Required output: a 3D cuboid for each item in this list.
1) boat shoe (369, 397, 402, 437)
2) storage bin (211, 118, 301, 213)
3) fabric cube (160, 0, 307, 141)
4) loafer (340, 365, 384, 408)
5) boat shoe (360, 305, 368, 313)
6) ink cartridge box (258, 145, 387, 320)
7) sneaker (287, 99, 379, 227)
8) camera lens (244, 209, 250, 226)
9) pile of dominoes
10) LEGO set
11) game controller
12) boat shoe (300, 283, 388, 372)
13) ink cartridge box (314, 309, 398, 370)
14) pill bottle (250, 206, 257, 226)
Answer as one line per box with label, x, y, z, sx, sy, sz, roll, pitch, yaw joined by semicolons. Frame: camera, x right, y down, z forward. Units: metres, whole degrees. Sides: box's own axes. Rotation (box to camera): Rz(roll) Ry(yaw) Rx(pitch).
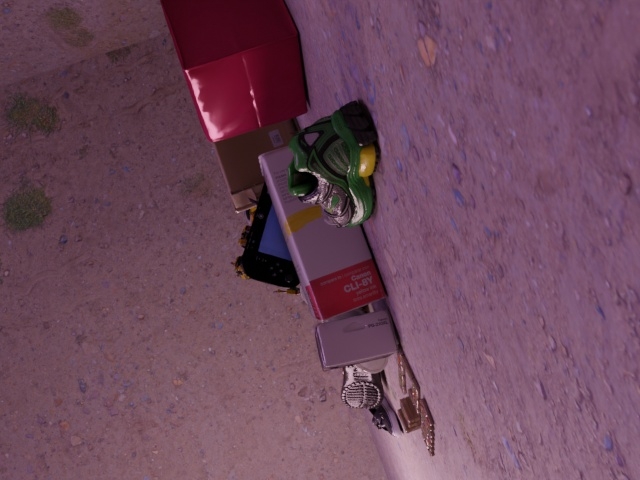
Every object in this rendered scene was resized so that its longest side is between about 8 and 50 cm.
boat shoe;0.200;0.574;2.060;0.228;0.076;0.080;-125;16;-73
storage bin;-0.177;-0.259;1.887;0.123;0.260;0.263;81;168;-69
fabric cube;-0.194;-0.425;1.458;0.258;0.258;0.254;81;169;-64
loafer;0.133;0.386;1.954;0.130;0.133;0.366;-81;-8;-47
boat shoe;0.091;0.168;1.732;0.073;0.073;0.207;1;125;41
ink cartridge box;-0.003;-0.021;1.493;0.279;0.160;0.385;132;117;-84
sneaker;0.010;-0.114;1.109;0.344;0.146;0.134;81;168;-67
camera lens;-0.145;-0.083;2.332;0.274;0.219;0.220;60;-172;-69
pile of dominoes;0.207;0.383;1.482;0.251;0.040;0.196;76;172;-53
LEGO set;-0.090;0.026;1.778;0.331;0.255;0.192;26;165;8
game controller;-0.092;-0.041;1.651;0.067;0.166;0.320;-7;66;68
boat shoe;0.065;0.210;1.687;0.319;0.116;0.099;49;-178;-6
ink cartridge box;0.079;0.241;1.511;0.237;0.171;0.100;91;166;-76
pill bottle;-0.169;-0.083;2.059;0.117;0.117;0.215;140;128;-85
